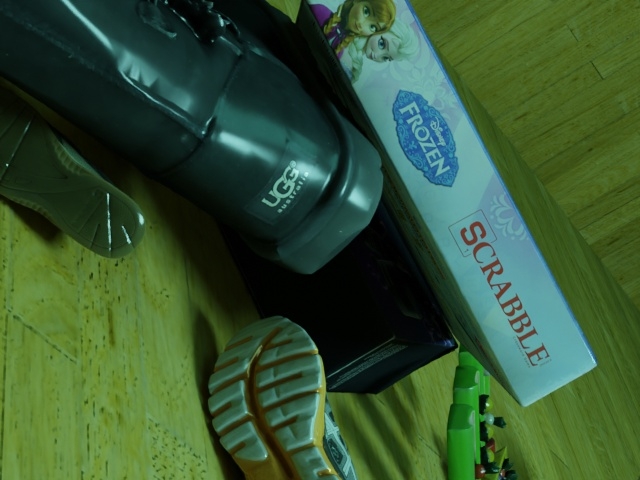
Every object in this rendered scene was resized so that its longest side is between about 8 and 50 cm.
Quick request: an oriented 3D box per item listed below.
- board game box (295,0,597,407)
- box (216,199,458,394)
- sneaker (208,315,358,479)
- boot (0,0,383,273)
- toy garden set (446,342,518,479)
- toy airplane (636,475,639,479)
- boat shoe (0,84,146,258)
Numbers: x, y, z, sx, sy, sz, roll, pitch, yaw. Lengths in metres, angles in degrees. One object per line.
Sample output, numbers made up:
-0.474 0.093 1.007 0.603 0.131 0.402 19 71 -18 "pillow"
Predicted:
0.081 -0.051 1.026 0.319 0.066 0.318 62 0 -6 "board game box"
0.000 0.000 1.168 0.261 0.103 0.184 63 14 16 "box"
-0.018 0.150 0.903 0.083 0.084 0.215 58 13 -56 "sneaker"
-0.194 -0.183 0.852 0.445 0.146 0.367 30 8 -36 "boot"
0.151 0.197 1.193 0.244 0.049 0.204 -66 154 -65 "toy garden set"
0.450 0.383 1.326 0.386 0.272 0.384 -81 152 -46 "toy airplane"
-0.177 -0.044 0.823 0.152 0.056 0.049 44 -8 -16 "boat shoe"
